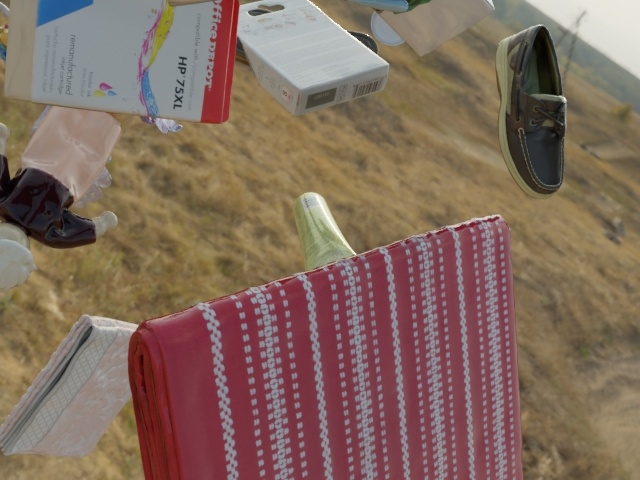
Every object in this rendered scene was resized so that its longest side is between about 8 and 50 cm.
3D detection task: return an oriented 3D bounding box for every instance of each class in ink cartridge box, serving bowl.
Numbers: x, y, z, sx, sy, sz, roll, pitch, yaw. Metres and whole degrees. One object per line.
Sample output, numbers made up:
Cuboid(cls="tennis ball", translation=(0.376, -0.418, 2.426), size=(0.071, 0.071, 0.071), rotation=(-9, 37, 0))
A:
Cuboid(cls="ink cartridge box", translation=(-0.034, -0.297, 1.392), size=(0.189, 0.066, 0.232), rotation=(-23, 50, -35))
Cuboid(cls="ink cartridge box", translation=(0.058, -0.299, 0.820), size=(0.219, 0.092, 0.160), rotation=(29, 39, -49))
Cuboid(cls="ink cartridge box", translation=(-0.160, -0.181, 0.811), size=(0.231, 0.134, 0.078), rotation=(1, 9, -37))
Cuboid(cls="serving bowl", translation=(0.139, -0.423, 1.734), size=(0.083, 0.083, 0.027), rotation=(33, 4, -5))

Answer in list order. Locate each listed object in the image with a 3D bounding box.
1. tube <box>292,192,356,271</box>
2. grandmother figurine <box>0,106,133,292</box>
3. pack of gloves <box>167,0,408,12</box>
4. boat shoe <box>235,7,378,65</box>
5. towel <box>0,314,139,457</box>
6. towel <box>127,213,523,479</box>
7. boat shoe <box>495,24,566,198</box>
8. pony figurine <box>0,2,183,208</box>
Cuboid(cls="tube", translation=(0.000, 0.000, 1.421), size=(0.062, 0.070, 0.240), rotation=(7, 25, -14))
Cuboid(cls="grandmother figurine", translation=(-0.371, -0.068, 1.198), size=(0.207, 0.104, 0.342), rotation=(33, 52, -12))
Cuboid(cls="pack of gloves", translation=(-0.001, -0.185, 0.631), size=(0.231, 0.046, 0.195), rotation=(-8, 7, -2))
Cuboid(cls="boat shoe", translation=(-0.055, -0.313, 1.527), size=(0.307, 0.111, 0.104), rotation=(16, -26, 6))
Cuboid(cls="towel", translation=(-0.486, 0.312, 1.845), size=(0.053, 0.332, 0.317), rotation=(37, 2, 23))
Cuboid(cls="towel", translation=(0.022, 0.104, 0.491), size=(0.274, 0.199, 0.031), rotation=(-16, 16, -42))
Cuboid(cls="boat shoe", translation=(0.272, -0.166, 1.115), size=(0.080, 0.073, 0.224), rotation=(2, 73, -22))
Cuboid(cls="pony figurine", translation=(-0.352, -0.266, 1.439), size=(0.303, 0.363, 0.351), rotation=(-52, 122, -35))
